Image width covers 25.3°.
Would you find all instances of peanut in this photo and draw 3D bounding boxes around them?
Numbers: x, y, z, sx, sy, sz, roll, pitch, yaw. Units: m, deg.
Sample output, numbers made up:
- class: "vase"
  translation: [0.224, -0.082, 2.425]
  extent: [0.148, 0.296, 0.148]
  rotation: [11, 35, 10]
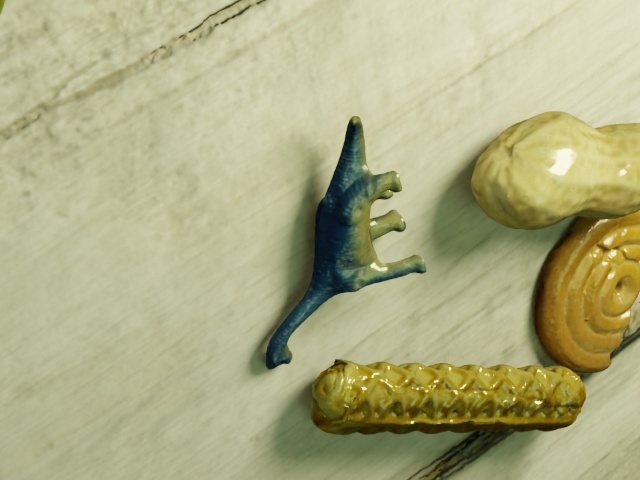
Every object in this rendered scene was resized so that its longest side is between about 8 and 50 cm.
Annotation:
- class: "peanut"
  translation: [0.274, -0.078, 1.512]
  extent: [0.256, 0.123, 0.124]
  rotation: [-9, 116, -32]

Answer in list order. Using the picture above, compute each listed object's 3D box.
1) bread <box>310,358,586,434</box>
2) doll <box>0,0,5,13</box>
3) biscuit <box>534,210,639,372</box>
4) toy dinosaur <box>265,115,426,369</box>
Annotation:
- class: "bread"
  translation: [0.147, 0.174, 1.566]
  extent: [0.367, 0.077, 0.084]
  rotation: [4, 108, -34]
- class: "doll"
  translation: [-0.296, -0.217, 1.051]
  extent: [0.322, 0.186, 0.199]
  rotation: [-39, 159, -33]
- class: "biscuit"
  translation: [0.313, 0.051, 1.643]
  extent: [0.144, 0.033, 0.224]
  rotation: [6, 107, -34]
- class: "toy dinosaur"
  translation: [0.000, 0.000, 1.406]
  extent: [0.188, 0.075, 0.248]
  rotation: [-26, 129, -12]
